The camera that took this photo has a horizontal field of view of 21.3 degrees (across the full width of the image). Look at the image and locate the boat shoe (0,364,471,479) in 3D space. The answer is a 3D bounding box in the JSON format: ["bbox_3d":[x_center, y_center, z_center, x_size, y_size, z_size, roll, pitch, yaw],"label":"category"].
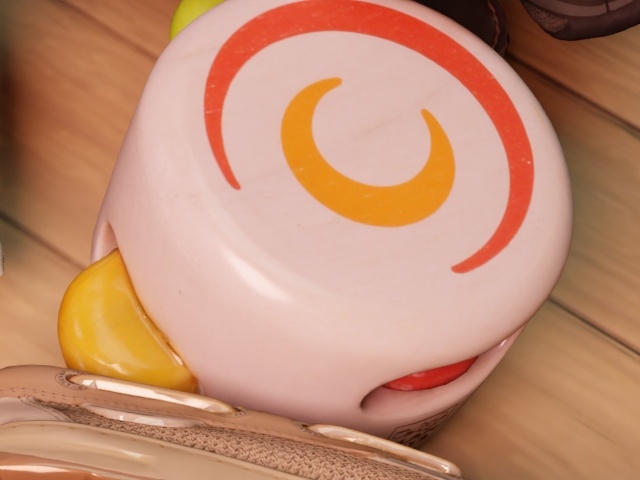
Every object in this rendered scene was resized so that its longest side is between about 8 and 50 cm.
[{"bbox_3d":[0.020,0.124,0.659,0.341,0.121,0.110,21,24,-12],"label":"boat shoe"}]

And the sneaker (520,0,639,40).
[{"bbox_3d":[0.119,-0.264,1.007,0.185,0.202,0.482,-11,31,12],"label":"sneaker"}]

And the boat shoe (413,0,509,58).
[{"bbox_3d":[-0.040,-0.199,0.854,0.355,0.130,0.132,42,73,-8],"label":"boat shoe"}]

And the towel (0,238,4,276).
[{"bbox_3d":[-0.282,-0.114,0.788,0.248,0.038,0.324,-6,60,-7],"label":"towel"}]

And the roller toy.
[{"bbox_3d":[0.000,0.000,0.745,0.191,0.146,0.209,21,52,-6],"label":"roller toy"}]
